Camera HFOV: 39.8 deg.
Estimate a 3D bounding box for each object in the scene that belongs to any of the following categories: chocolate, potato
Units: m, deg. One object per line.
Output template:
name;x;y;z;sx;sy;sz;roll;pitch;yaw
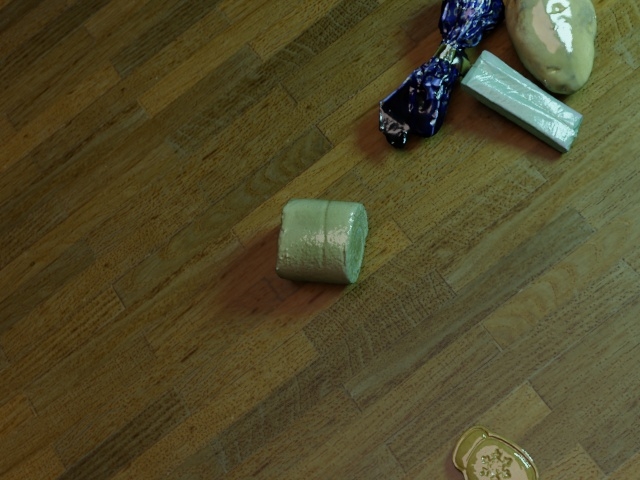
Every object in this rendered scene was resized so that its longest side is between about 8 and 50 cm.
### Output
chocolate;0.222;-0.315;1.601;0.148;0.126;0.343;27;81;10
potato;0.405;-0.376;1.562;0.161;0.128;0.234;7;76;6

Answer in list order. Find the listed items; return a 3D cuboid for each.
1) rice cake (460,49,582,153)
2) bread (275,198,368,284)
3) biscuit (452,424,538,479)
rice cake;0.357;-0.243;1.550;0.222;0.042;0.080;34;78;5
bread;0.000;0.000;1.549;0.141;0.134;0.148;3;59;17
biscuit;0.272;0.367;1.402;0.140;0.023;0.118;25;79;22
